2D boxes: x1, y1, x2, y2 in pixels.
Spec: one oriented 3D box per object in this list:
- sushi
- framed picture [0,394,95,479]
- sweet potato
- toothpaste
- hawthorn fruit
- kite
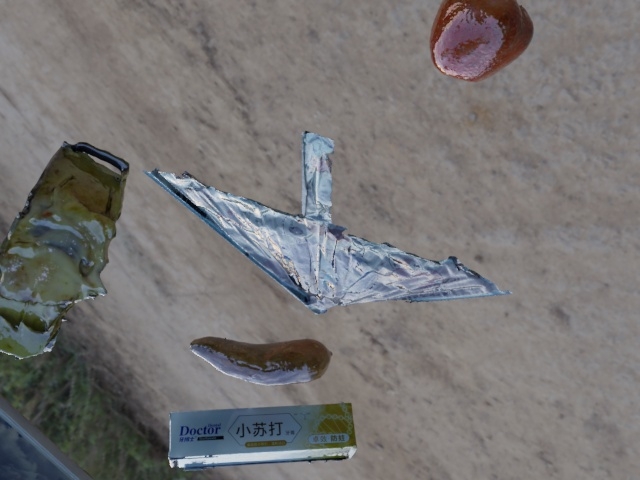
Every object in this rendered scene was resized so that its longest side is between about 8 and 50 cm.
[{"bbox_3d":[-0.318,0.013,0.947,0.139,0.290,0.131,23,143,-11],"label":"sushi"},{"bbox_3d":[-0.366,0.285,0.830,0.016,0.184,0.250,1,132,54],"label":"framed picture"},{"bbox_3d":[-0.114,0.239,1.512,0.292,0.097,0.097,4,149,-13],"label":"sweet potato"},{"bbox_3d":[-0.099,0.332,1.289,0.313,0.089,0.071,-1,150,-9],"label":"toothpaste"},{"bbox_3d":[0.214,-0.284,1.040,0.133,0.133,0.138,44,111,-7],"label":"hawthorn fruit"},{"bbox_3d":[0.000,-0.001,0.806,0.406,0.014,0.368,19,152,10],"label":"kite"}]
